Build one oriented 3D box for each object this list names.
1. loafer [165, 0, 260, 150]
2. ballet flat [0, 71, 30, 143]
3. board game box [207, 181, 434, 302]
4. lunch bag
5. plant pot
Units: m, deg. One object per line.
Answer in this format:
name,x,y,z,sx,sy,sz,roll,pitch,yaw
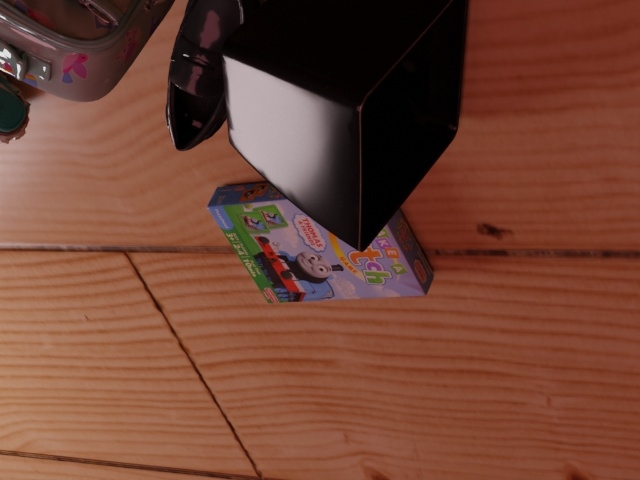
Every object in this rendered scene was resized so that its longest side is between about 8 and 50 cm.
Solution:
loafer,-0.109,-0.173,1.309,0.076,0.078,0.223,23,141,3
ballet flat,-0.426,-0.190,1.466,0.241,0.091,0.077,44,160,-16
board game box,0.000,0.000,1.477,0.212,0.039,0.160,-5,131,32
lunch bag,-0.264,-0.256,1.185,0.279,0.224,0.108,26,142,1
plant pot,0.015,-0.139,1.214,0.167,0.188,0.187,25,144,22
